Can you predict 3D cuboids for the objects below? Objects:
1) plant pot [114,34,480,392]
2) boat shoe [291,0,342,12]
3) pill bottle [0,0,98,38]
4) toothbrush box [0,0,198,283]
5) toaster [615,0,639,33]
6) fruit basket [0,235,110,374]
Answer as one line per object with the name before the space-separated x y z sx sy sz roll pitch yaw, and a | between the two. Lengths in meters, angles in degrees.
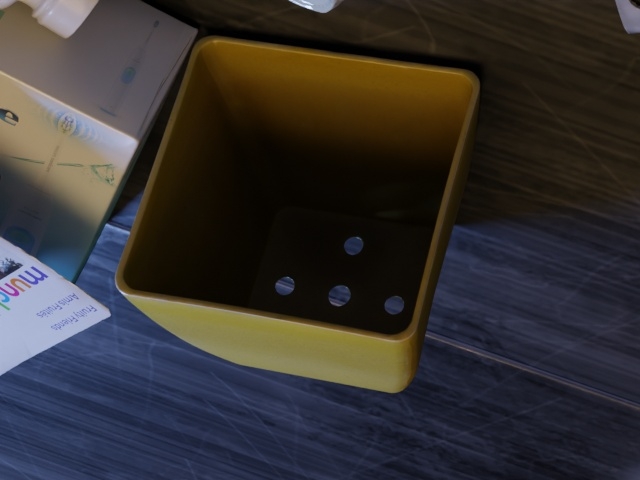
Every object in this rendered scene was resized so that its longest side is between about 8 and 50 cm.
plant pot | 0.000 0.000 1.327 0.212 0.212 0.187 9 155 15
boat shoe | -0.115 -0.219 1.154 0.302 0.103 0.113 29 162 -5
pill bottle | -0.224 -0.219 1.222 0.180 0.108 0.108 33 141 -17
toothbrush box | -0.248 -0.085 1.387 0.216 0.126 0.295 28 141 -6
toaster | 0.243 -0.206 1.016 0.168 0.110 0.185 -1 138 25
fruit basket | -0.381 0.020 1.347 0.353 0.165 0.327 40 141 -21
